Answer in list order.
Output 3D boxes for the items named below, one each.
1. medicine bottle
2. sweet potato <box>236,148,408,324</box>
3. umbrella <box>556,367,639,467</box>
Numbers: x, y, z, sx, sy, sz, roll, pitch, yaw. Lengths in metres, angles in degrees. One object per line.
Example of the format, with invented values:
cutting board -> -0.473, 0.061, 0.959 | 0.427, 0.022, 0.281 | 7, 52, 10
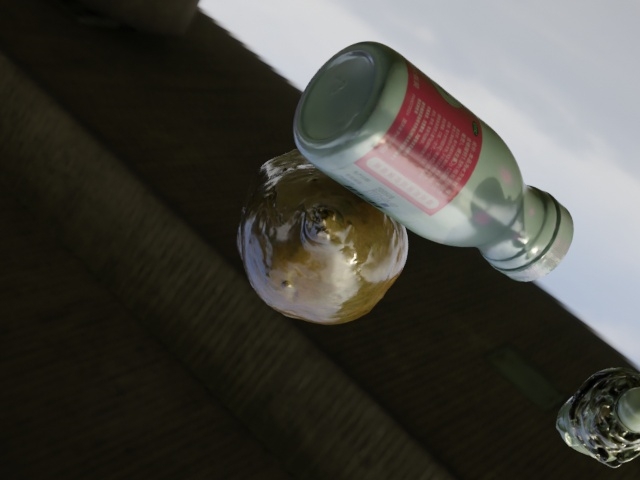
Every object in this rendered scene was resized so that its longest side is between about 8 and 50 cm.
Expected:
medicine bottle -> 0.085, -0.045, 0.756 | 0.217, 0.090, 0.090 | 31, -162, -36
sweet potato -> 0.000, 0.000, 0.948 | 0.158, 0.157, 0.369 | 28, -173, -8
umbrella -> 0.190, 0.116, 0.720 | 0.067, 0.062, 0.143 | -6, 166, -4
